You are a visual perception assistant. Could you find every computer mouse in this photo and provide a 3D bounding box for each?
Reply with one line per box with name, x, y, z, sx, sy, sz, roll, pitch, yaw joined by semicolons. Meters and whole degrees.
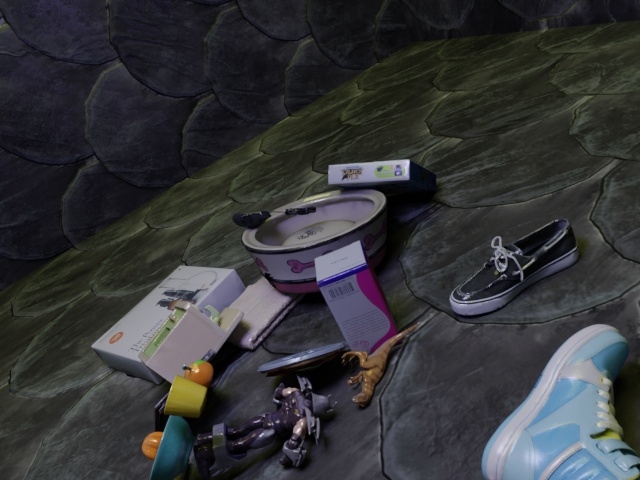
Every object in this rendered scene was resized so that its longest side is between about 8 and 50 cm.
computer mouse;-0.128;-0.065;1.516;0.241;0.041;0.071;-5;3;16

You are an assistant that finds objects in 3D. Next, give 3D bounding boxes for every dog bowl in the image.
dog bowl;0.000;0.000;1.505;0.407;0.151;0.408;-14;21;6

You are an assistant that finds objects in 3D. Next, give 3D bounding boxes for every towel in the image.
towel;-0.159;0.178;1.501;0.187;0.049;0.282;3;39;45

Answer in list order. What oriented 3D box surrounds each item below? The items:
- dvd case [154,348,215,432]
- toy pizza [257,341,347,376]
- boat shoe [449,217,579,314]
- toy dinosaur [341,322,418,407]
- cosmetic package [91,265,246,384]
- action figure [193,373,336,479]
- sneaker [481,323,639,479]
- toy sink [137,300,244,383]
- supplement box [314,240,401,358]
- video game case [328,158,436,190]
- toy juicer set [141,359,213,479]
dvd case;-0.301;0.339;1.211;0.164;0.018;0.221;-46;-10;-34
toy pizza;-0.037;0.260;1.185;0.201;0.032;0.201;-15;-8;-2
boat shoe;0.407;0.051;1.175;0.306;0.105;0.113;-25;27;2
toy dinosaur;0.112;0.252;1.143;0.112;0.064;0.212;16;56;29
cosmetic package;-0.437;0.227;1.608;0.284;0.098;0.377;-2;36;43
action figure;-0.101;0.366;1.077;0.284;0.099;0.185;-22;20;0
sneaker;0.403;0.269;0.779;0.319;0.127;0.208;-46;30;-16
toy sink;-0.324;0.231;1.363;0.234;0.131;0.152;-53;18;-18
supplement box;0.081;0.130;1.191;0.111;0.220;0.114;-22;26;7
video game case;0.189;-0.181;1.631;0.244;0.061;0.269;1;-2;27
toy juicer set;-0.285;0.377;1.053;0.089;0.329;0.209;16;12;-6
